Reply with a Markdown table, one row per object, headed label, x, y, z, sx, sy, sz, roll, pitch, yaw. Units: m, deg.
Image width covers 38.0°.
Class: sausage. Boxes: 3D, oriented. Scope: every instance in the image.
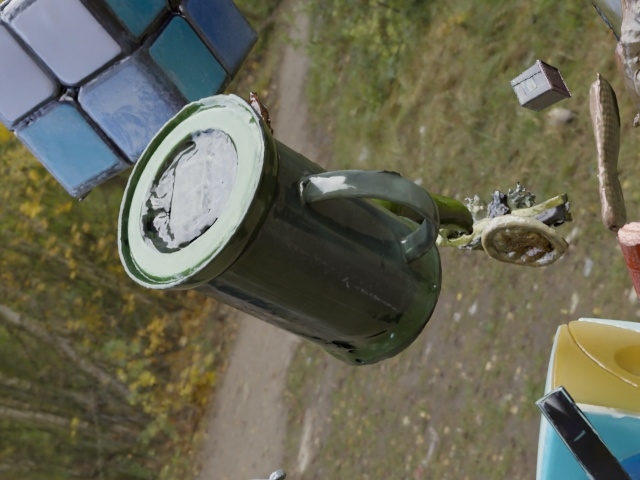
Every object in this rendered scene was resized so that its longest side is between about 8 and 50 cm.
| label | x | y | z | sx | sy | sz | roll | pitch | yaw |
| --- | --- | --- | --- | --- | --- | --- | --- | --- | --- |
| sausage | 0.365 | 0.031 | 1.051 | 0.034 | 0.129 | 0.034 | -17 | 46 | 18 |

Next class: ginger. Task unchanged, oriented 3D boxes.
| label | x | y | z | sx | sy | sz | roll | pitch | yaw |
| --- | --- | --- | --- | --- | --- | --- | --- | --- | --- |
| ginger | 0.504 | -0.318 | 1.458 | 0.122 | 0.084 | 0.290 | -88 | -16 | -79 |

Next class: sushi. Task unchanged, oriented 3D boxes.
| label | x | y | z | sx | sy | sz | roll | pitch | yaw |
| --- | --- | --- | --- | --- | --- | --- | --- | --- | --- |
| sushi | 0.375 | -0.041 | 1.931 | 0.139 | 0.291 | 0.131 | 1 | -107 | -72 |

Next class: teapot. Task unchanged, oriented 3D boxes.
| label | x | y | z | sx | sy | sz | roll | pitch | yaw |
| --- | --- | --- | --- | --- | --- | --- | --- | --- | --- |
| teapot | 0.000 | 0.000 | 0.968 | 0.270 | 0.337 | 0.200 | -22 | 55 | 34 |

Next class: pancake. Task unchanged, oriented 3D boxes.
| label | x | y | z | sx | sy | sz | roll | pitch | yaw |
| --- | --- | --- | --- | --- | --- | --- | --- | --- | --- |
| pancake | 0.352 | 0.004 | 1.608 | 0.151 | 0.151 | 0.025 | 127 | 162 | -54 |

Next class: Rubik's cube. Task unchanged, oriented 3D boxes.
| label | x | y | z | sx | sy | sz | roll | pitch | yaw |
| --- | --- | --- | --- | --- | --- | --- | --- | --- | --- |
| Rubik's cube | -0.337 | -0.310 | 1.501 | 0.313 | 0.318 | 0.316 | -23 | 29 | 33 |
| Rubik's cube | 0.579 | 0.370 | 1.680 | 0.347 | 0.352 | 0.352 | -51 | -39 | -61 |

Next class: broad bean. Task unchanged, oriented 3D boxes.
| label | x | y | z | sx | sy | sz | roll | pitch | yaw |
| --- | --- | --- | --- | --- | --- | --- | --- | --- | --- |
| broad bean | 0.141 | -0.037 | 1.357 | 0.067 | 0.325 | 0.075 | 51 | 123 | 38 |

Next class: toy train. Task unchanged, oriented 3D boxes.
| label | x | y | z | sx | sy | sz | roll | pitch | yaw |
| --- | --- | --- | --- | --- | --- | --- | --- | --- | --- |
| toy train | 0.432 | 0.347 | 1.460 | 0.055 | 0.252 | 0.048 | -33 | -12 | -8 |

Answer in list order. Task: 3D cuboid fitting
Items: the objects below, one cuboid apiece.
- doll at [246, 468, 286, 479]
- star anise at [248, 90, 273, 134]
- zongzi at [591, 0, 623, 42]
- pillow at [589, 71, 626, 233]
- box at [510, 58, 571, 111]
| label | x | y | z | sx | sy | sz | roll | pitch | yaw |
| --- | --- | --- | --- | --- | --- | --- | --- | --- | --- |
| doll | -0.128 | 0.349 | 1.104 | 0.227 | 0.075 | 0.102 | -43 | -27 | 4 |
| star anise | -0.060 | -0.103 | 1.216 | 0.144 | 0.140 | 0.158 | -6 | 41 | 49 |
| zongzi | 0.704 | -0.425 | 1.769 | 0.174 | 0.356 | 0.393 | -21 | 14 | 47 |
| pillow | 0.384 | -0.113 | 1.237 | 0.135 | 0.034 | 0.211 | 2 | -97 | -68 |
| box | 0.356 | -0.247 | 1.505 | 0.063 | 0.084 | 0.060 | -33 | 71 | 31 |
